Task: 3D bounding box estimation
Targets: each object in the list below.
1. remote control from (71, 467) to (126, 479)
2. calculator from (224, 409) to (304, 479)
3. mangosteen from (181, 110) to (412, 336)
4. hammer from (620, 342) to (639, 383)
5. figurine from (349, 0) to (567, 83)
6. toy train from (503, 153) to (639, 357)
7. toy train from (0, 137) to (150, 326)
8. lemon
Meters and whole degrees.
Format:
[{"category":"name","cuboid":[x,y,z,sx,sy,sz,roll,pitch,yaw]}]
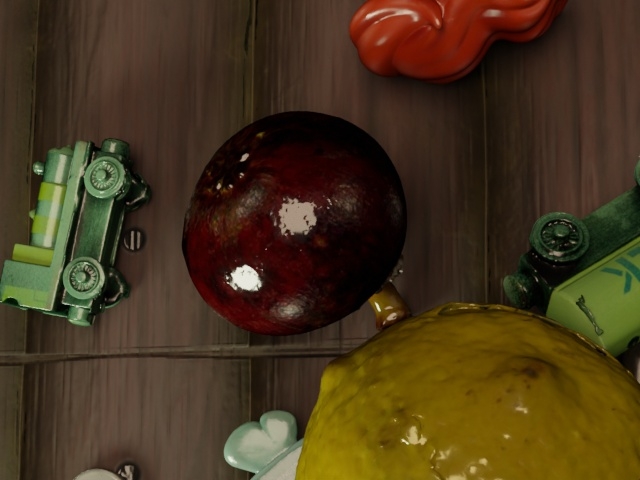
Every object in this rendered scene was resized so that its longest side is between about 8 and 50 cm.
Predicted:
[{"category":"remote control","cuboid":[-0.286,0.340,1.707,0.077,0.022,0.245,40,90,14]},{"category":"calculator","cuboid":[0.016,0.296,1.639,0.184,0.042,0.295,-38,77,3]},{"category":"mangosteen","cuboid":[0.000,0.000,1.626,0.261,0.235,0.235,38,89,-27]},{"category":"hammer","cuboid":[0.292,0.249,1.586,0.168,0.044,0.440,7,82,15]},{"category":"figurine","cuboid":[0.152,-0.281,1.652,0.208,0.181,0.257,12,89,-15]},{"category":"toy train","cuboid":[0.302,0.021,1.555,0.253,0.105,0.157,-28,60,-22]},{"category":"toy train","cuboid":[-0.261,-0.013,1.737,0.132,0.083,0.200,9,81,17]},{"category":"lemon","cuboid":[0.138,0.240,1.445,0.349,0.387,0.350,6,41,-5]}]
